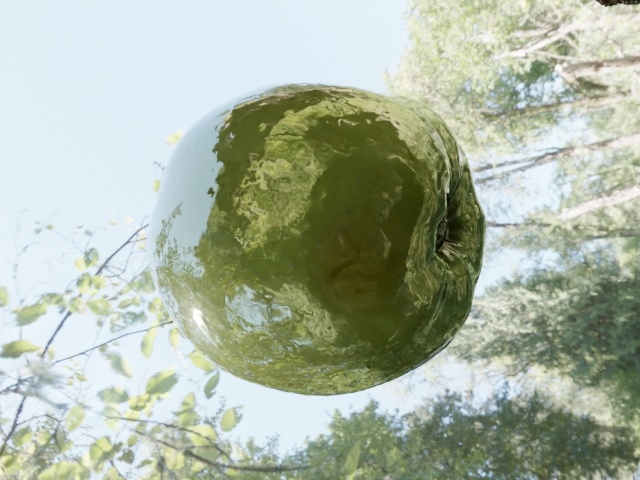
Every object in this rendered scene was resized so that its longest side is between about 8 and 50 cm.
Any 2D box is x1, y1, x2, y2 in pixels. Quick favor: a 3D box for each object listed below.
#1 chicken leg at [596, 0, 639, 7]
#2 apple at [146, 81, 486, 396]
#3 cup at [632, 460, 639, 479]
[{"bbox_3d":[0.262,-0.240,0.358,0.037,0.145,0.062,-63,-27,-28],"label":"chicken leg"},{"bbox_3d":[0.000,0.000,0.592,0.473,0.473,0.474,14,-111,-41],"label":"apple"},{"bbox_3d":[0.320,0.097,0.164,0.257,0.301,0.227,-51,-41,0],"label":"cup"}]
